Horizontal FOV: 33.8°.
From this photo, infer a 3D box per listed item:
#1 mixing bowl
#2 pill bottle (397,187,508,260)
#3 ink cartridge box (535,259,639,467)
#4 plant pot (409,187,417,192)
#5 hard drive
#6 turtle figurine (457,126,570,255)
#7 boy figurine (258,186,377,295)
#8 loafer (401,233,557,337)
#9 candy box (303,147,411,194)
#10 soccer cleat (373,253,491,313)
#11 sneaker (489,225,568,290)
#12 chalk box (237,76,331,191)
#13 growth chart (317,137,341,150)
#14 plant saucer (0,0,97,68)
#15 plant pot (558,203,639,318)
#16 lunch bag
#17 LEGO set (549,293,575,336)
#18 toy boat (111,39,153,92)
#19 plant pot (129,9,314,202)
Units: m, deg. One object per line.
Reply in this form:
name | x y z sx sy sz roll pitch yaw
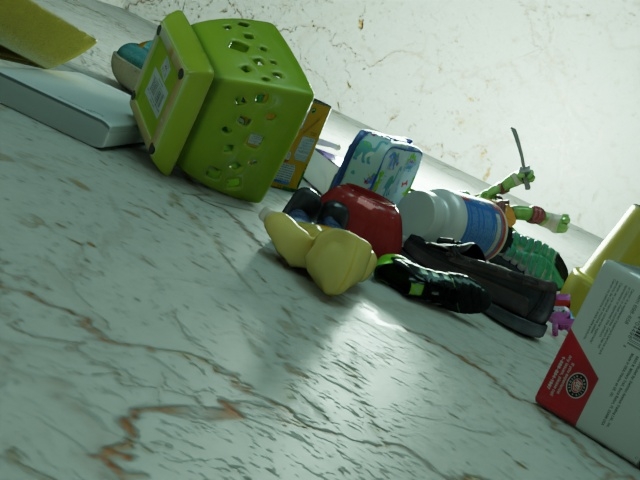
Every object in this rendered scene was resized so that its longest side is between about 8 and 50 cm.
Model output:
mixing bowl | 0.060 -0.029 1.659 0.181 0.098 0.181 24 11 -5
pill bottle | 0.246 -0.032 1.985 0.222 0.124 0.124 12 17 -48
ink cartridge box | 0.423 0.171 1.223 0.273 0.197 0.114 32 14 35
plant pot | 0.182 -0.055 2.068 0.083 0.079 0.083 23 11 -5
hard drive | -0.395 -0.228 1.772 0.233 0.047 0.353 25 12 6
turtle figurine | 0.435 -0.053 2.308 0.266 0.274 0.197 24 45 -20
boy figurine | 0.000 0.000 1.428 0.177 0.092 0.285 25 8 -11
loafer | 0.258 0.050 1.703 0.109 0.095 0.302 12 17 -48
candy box | 0.078 -0.113 2.145 0.196 0.070 0.165 18 12 -26
soccer cleat | 0.160 0.069 1.535 0.179 0.060 0.072 20 20 13
sneaker | 0.400 0.032 2.140 0.224 0.083 0.098 34 -20 -15
chalk box | -0.157 -0.237 1.973 0.180 0.179 0.289 11 16 -46
growth chart | -0.076 -0.212 2.220 0.172 0.021 0.237 9 -3 -44
plant saucer | -0.592 -0.370 1.725 0.333 0.081 0.333 15 -2 21
plant pot | 0.600 0.070 1.950 0.254 0.239 0.254 22 12 -5
lunch bag | 0.102 -0.114 1.936 0.090 0.176 0.219 28 13 20
LEGO set | 0.476 0.150 1.716 0.227 0.093 0.087 0 -32 14
toy boat | -0.307 -0.369 2.342 0.318 0.148 0.267 11 17 -47
plant pot | -0.171 -0.221 1.673 0.207 0.227 0.228 8 36 -32
